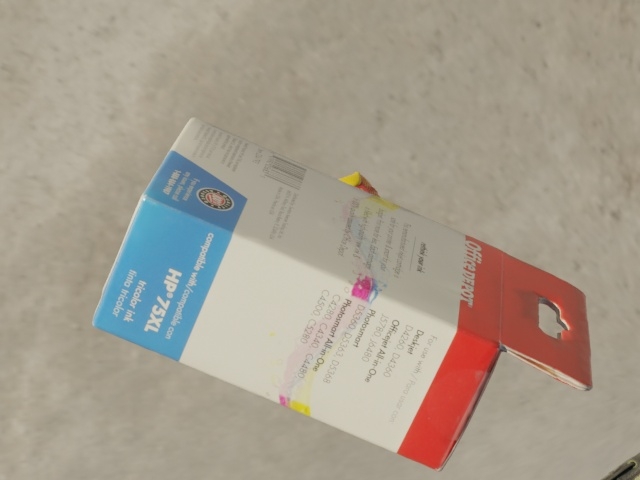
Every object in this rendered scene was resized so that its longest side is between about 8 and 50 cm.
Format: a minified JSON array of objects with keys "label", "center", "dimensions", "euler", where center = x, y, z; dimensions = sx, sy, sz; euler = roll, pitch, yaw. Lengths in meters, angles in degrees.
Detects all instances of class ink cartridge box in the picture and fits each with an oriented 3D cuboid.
[{"label":"ink cartridge box","center":[0.016,0.032,0.914],"dimensions":[0.231,0.134,0.078],"euler":[24,111,-2]}]

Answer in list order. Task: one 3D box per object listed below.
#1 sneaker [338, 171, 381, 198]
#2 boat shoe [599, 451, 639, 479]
[{"label":"sneaker","center":[0.000,0.000,1.393],"dimensions":[0.067,0.064,0.175],"euler":[60,140,10]},{"label":"boat shoe","center":[0.205,0.255,1.507],"dimensions":[0.224,0.080,0.073],"euler":[-32,49,-10]}]
